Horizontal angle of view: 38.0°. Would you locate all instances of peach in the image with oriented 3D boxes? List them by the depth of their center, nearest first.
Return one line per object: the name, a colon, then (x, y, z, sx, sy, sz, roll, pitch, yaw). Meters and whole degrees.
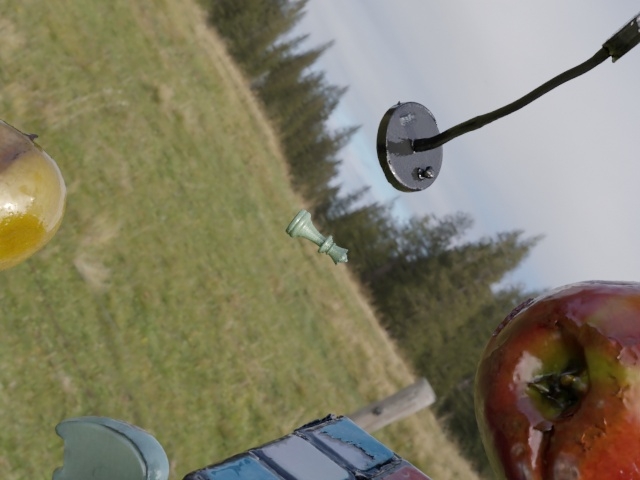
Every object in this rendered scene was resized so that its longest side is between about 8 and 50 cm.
peach: (0.414, 0.223, 1.207, 0.416, 0.353, 0.339, 29, 4, -38)

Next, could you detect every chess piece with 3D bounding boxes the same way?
chess piece: (0.000, 0.000, 1.269, 0.093, 0.042, 0.042, 37, 3, 2)

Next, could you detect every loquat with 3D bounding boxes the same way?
loquat: (-0.423, -0.064, 1.152, 0.213, 0.213, 0.213, 60, 4, -6)

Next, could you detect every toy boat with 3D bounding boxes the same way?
toy boat: (-0.323, 0.341, 1.437, 0.079, 0.207, 0.134, 10, 84, -65)

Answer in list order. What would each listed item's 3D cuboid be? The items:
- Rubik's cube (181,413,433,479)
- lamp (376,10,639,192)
Rubik's cube: (0.003, 0.459, 1.077, 0.358, 0.362, 0.363, 34, 19, 24)
lamp: (0.197, -0.175, 1.035, 0.108, 0.130, 0.371, 55, -38, -1)
